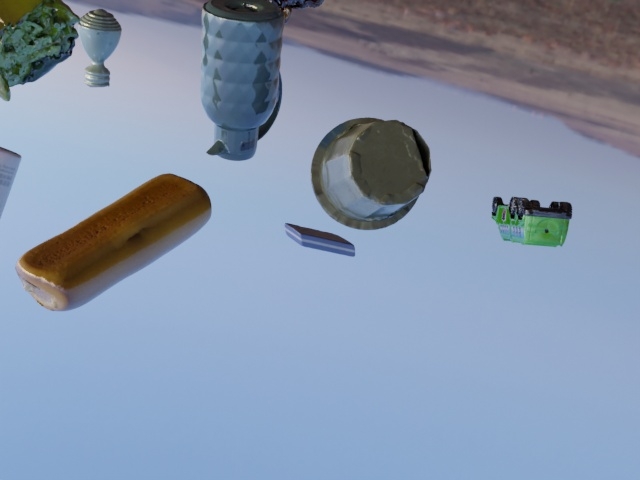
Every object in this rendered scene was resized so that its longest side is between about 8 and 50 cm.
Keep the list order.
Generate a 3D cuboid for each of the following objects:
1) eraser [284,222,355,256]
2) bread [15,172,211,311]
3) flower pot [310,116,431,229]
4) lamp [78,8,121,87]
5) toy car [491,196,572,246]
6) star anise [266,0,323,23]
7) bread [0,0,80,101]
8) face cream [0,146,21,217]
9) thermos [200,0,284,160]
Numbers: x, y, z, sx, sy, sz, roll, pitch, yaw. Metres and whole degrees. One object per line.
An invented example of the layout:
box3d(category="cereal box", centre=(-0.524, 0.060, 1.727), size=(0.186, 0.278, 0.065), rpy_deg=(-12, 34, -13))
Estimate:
box3d(category="eraser", centre=(0.000, 0.000, 2.367), size=(0.225, 0.036, 0.082), rpy_deg=(12, -166, -42))
box3d(category="bread", centre=(-0.226, 0.004, 0.977), size=(0.093, 0.073, 0.239), rpy_deg=(26, -139, 27))
box3d(category="flower pot", centre=(0.106, -0.124, 1.523), size=(0.213, 0.212, 0.202), rpy_deg=(13, 176, -12))
box3d(category="lamp", centre=(-0.548, -0.474, 2.160), size=(0.106, 0.192, 0.106), rpy_deg=(9, -157, -4))
box3d(category="toy car", centre=(0.285, -0.027, 1.203), size=(0.071, 0.062, 0.165), rpy_deg=(5, -177, -6))
box3d(category="star anise", centre=(-0.074, -0.545, 1.936), size=(0.190, 0.125, 0.220), rpy_deg=(-10, -178, 31))
box3d(category="bread", centre=(-0.682, -0.460, 1.732), size=(0.376, 0.251, 0.208), rpy_deg=(42, -133, 7))
box3d(category="face cream", centre=(-0.601, 0.004, 1.454), size=(0.102, 0.345, 0.102), rpy_deg=(19, -178, -1))
box3d(category="thermos", centre=(-0.138, -0.290, 1.592), size=(0.145, 0.286, 0.182), rpy_deg=(27, -144, 30))
